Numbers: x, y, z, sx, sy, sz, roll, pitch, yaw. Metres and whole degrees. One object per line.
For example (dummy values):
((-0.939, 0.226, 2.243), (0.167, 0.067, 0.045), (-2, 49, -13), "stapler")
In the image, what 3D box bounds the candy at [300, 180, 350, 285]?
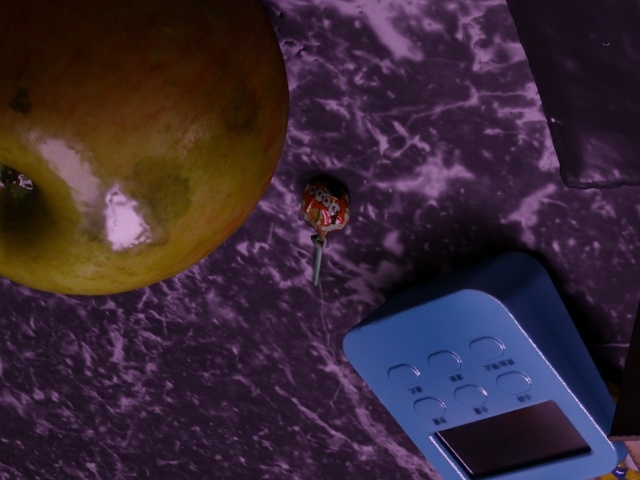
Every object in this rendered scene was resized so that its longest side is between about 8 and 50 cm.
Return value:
((0.000, 0.000, 1.595), (0.055, 0.049, 0.184), (45, 155, 20), "candy")

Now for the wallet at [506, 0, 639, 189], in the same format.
((0.244, -0.149, 1.291), (0.146, 0.030, 0.285), (-2, 138, 25), "wallet")

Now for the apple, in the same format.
((-0.199, -0.113, 1.336), (0.340, 0.339, 0.339), (14, 142, 11), "apple")

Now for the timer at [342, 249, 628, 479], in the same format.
((0.170, 0.156, 1.572), (0.232, 0.091, 0.250), (-25, 98, 43), "timer")

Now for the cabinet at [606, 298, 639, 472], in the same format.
((0.376, 0.149, 1.432), (0.148, 0.215, 0.175), (-7, 134, 33), "cabinet")

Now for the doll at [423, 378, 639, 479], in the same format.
((0.267, 0.233, 1.677), (0.252, 0.111, 0.237), (24, 144, -10), "doll")
